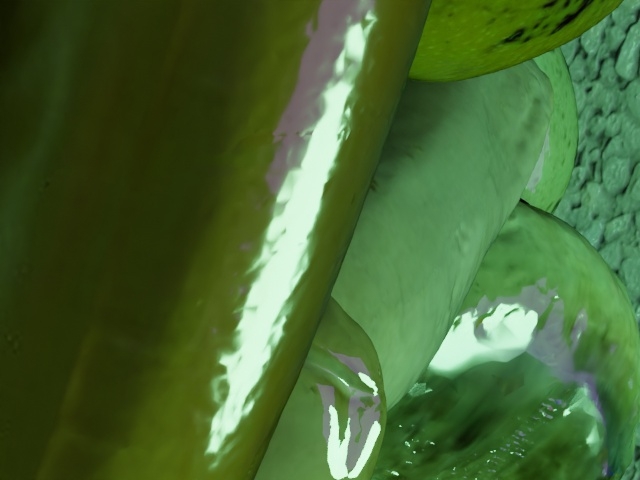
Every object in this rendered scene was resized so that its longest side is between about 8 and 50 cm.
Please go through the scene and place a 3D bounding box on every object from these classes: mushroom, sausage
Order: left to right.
[{"bbox_3d":[-0.053,0.018,0.389,0.112,0.112,0.328,-55,165,-73],"label":"sausage"},{"bbox_3d":[-0.007,0.002,0.650,0.137,0.154,0.407,67,22,-9],"label":"mushroom"},{"bbox_3d":[0.081,0.086,0.933,0.344,0.130,0.247,40,75,-42],"label":"mushroom"}]

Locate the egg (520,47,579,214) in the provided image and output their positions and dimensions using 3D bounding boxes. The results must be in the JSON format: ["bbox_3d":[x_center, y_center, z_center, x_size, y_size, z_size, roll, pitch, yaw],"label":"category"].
[{"bbox_3d":[0.080,-0.085,1.047,0.177,0.177,0.228,-65,156,-49],"label":"egg"}]

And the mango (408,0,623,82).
[{"bbox_3d":[0.058,-0.153,0.613,0.175,0.176,0.329,-36,-172,21],"label":"mango"}]
